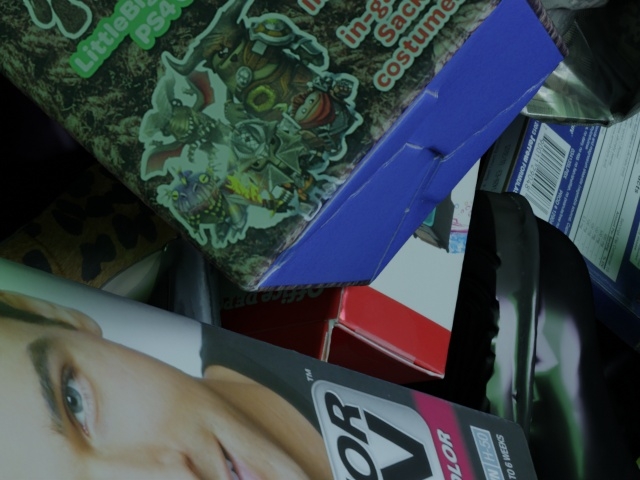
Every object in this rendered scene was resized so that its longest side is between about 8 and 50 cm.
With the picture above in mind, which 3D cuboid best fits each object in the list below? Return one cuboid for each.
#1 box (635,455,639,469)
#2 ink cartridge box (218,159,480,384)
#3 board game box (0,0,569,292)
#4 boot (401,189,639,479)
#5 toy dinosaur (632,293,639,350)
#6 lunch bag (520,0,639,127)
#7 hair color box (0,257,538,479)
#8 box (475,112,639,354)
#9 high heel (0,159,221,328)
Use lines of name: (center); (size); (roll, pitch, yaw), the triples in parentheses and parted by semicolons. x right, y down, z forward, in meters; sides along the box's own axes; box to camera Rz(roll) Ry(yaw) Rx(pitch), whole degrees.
box: (0.231, 0.178, 1.139); (0.178, 0.042, 0.109); (-40, 106, -41)
ink cartridge box: (0.000, 0.000, 0.909); (0.078, 0.134, 0.231); (28, 63, -36)
board game box: (-0.063, -0.126, 0.725); (0.291, 0.141, 0.232); (41, 7, 9)
boot: (0.180, 0.148, 0.994); (0.260, 0.131, 0.348); (0, 90, -19)
toy dinosaur: (0.284, 0.094, 1.107); (0.200, 0.127, 0.296); (-16, 100, -34)
lunch bag: (0.090, -0.219, 0.990); (0.287, 0.169, 0.235); (36, 33, -44)
hair color box: (-0.060, 0.132, 0.693); (0.374, 0.113, 0.185); (20, 41, -38)
box: (0.192, -0.016, 1.155); (0.225, 0.036, 0.136); (37, 58, -29)
high heel: (-0.163, 0.007, 0.819); (0.261, 0.093, 0.186); (12, 49, -27)
